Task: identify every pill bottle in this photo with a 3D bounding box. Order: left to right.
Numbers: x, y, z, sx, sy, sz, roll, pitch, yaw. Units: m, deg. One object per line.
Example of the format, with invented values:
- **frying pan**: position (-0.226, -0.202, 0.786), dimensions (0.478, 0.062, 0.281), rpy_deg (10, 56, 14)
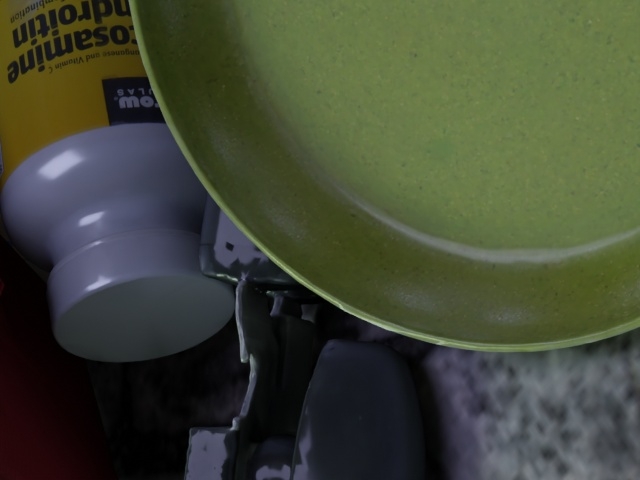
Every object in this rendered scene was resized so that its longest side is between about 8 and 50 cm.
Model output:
- **pill bottle**: position (-0.088, -0.046, 0.649), dimensions (0.103, 0.103, 0.184), rpy_deg (-39, 53, 38)

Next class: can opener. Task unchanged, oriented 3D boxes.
- **can opener**: position (0.000, 0.000, 0.571), dimensions (0.093, 0.074, 0.280), rpy_deg (0, 80, 16)

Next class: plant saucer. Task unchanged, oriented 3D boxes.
- **plant saucer**: position (0.047, -0.084, 0.471), dimensions (0.241, 0.037, 0.241), rpy_deg (10, 111, 26)

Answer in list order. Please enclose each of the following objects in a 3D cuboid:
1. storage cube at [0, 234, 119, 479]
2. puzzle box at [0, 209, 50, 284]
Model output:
- **storage cube**: position (-0.200, 0.091, 0.628), dimensions (0.215, 0.193, 0.184), rpy_deg (-28, 52, 2)
- **puzzle box**: position (-0.204, -0.195, 0.699), dimensions (0.052, 0.272, 0.409), rpy_deg (4, 84, 52)
